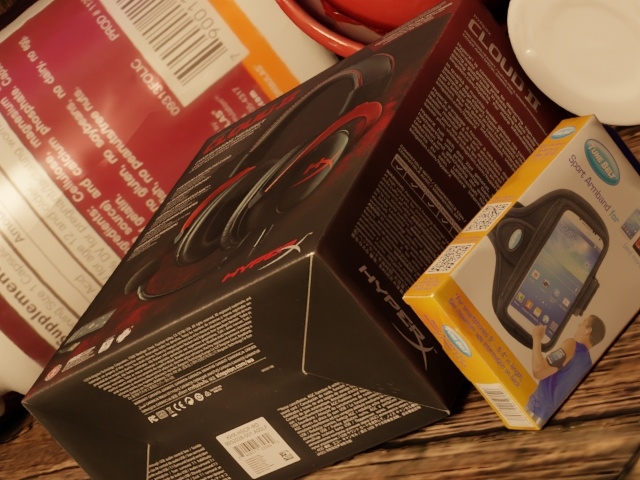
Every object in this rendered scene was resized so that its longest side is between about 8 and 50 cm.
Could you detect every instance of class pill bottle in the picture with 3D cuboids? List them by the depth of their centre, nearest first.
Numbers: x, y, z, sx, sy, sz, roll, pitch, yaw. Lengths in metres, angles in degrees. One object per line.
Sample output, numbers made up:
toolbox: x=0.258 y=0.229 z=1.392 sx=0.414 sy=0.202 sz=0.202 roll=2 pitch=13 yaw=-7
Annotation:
pill bottle: x=0.191 y=-0.161 z=1.036 sx=0.108 sy=0.108 sz=0.193 roll=-19 pitch=26 yaw=49
pill bottle: x=-0.171 y=-0.035 z=1.270 sx=0.392 sy=0.224 sz=0.224 roll=-38 pitch=17 yaw=1

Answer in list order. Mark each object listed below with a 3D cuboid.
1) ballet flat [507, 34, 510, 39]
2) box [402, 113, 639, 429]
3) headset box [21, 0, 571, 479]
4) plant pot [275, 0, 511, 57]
ballet flat: x=0.120 y=-0.220 z=1.339 sx=0.139 sy=0.139 sz=0.400 roll=-22 pitch=25 yaw=45
box: x=0.107 y=0.008 z=0.826 sx=0.136 sy=0.081 sz=0.028 roll=-46 pitch=18 yaw=-21
headset box: x=0.000 y=0.000 z=1.018 sx=0.218 sy=0.110 sz=0.293 roll=-27 pitch=21 yaw=37
plant pot: x=0.060 y=-0.211 z=1.106 sx=0.191 sy=0.191 sz=0.174 roll=-51 pitch=-15 yaw=-35
